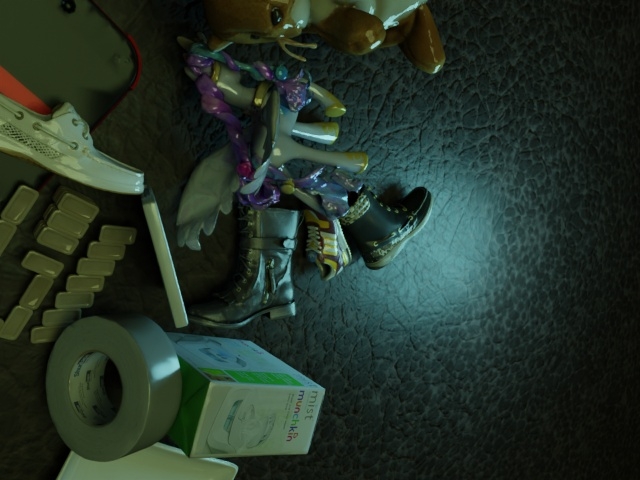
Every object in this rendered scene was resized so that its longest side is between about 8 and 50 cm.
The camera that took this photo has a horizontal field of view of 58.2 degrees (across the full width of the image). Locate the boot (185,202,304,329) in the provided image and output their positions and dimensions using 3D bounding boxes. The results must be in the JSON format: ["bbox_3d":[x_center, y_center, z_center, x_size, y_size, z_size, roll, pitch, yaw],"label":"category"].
[{"bbox_3d":[-0.143,0.040,1.090,0.263,0.091,0.229,-5,98,-41],"label":"boot"}]

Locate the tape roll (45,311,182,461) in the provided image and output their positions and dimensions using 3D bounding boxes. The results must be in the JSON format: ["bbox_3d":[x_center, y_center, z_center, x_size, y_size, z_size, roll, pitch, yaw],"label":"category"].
[{"bbox_3d":[-0.323,0.223,0.892,0.072,0.219,0.219,3,100,-63],"label":"tape roll"}]

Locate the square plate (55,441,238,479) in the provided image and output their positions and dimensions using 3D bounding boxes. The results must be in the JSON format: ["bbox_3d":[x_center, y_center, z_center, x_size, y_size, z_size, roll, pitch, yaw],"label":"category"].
[{"bbox_3d":[-0.364,0.523,1.044,0.344,0.049,0.347,36,79,-38],"label":"square plate"}]

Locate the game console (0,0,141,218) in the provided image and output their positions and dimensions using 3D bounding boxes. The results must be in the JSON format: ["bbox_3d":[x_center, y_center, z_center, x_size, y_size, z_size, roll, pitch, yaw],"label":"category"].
[{"bbox_3d":[-0.475,-0.265,0.780,0.342,0.060,0.386,-51,125,-9],"label":"game console"}]

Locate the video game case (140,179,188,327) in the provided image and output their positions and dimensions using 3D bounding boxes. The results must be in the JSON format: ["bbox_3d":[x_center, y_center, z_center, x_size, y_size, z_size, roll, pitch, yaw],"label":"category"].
[{"bbox_3d":[-0.256,0.016,0.925,0.023,0.183,0.201,-15,110,-15],"label":"video game case"}]

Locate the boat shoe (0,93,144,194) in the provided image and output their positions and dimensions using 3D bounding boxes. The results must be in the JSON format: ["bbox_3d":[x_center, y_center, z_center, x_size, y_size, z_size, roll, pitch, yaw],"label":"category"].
[{"bbox_3d":[-0.363,-0.145,0.795,0.277,0.098,0.096,23,93,-35],"label":"boat shoe"}]

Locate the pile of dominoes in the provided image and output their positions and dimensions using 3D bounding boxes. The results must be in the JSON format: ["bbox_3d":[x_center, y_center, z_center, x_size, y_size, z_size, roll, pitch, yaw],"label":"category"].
[{"bbox_3d":[-0.430,0.040,0.890,0.196,0.040,0.251,33,92,-43],"label":"pile of dominoes"}]

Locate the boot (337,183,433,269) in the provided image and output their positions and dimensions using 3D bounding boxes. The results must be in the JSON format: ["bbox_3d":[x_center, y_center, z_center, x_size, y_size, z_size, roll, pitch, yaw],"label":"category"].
[{"bbox_3d":[0.143,-0.073,1.271,0.236,0.085,0.178,-50,123,-17],"label":"boot"}]

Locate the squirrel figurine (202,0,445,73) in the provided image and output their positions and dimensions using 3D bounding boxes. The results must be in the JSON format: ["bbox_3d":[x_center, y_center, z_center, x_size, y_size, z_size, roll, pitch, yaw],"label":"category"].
[{"bbox_3d":[-0.033,-0.424,0.911,0.370,0.397,0.281,-23,143,-21],"label":"squirrel figurine"}]

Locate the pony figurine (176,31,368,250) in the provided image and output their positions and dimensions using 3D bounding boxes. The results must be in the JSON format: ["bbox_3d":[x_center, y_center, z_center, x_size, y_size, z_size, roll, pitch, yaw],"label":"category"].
[{"bbox_3d":[-0.091,-0.163,0.986,0.363,0.303,0.351,19,56,-35],"label":"pony figurine"}]

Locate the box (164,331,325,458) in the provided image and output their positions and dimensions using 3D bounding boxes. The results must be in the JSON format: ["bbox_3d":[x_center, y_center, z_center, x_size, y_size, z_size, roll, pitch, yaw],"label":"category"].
[{"bbox_3d":[-0.166,0.263,0.999,0.231,0.262,0.126,14,91,-38],"label":"box"}]

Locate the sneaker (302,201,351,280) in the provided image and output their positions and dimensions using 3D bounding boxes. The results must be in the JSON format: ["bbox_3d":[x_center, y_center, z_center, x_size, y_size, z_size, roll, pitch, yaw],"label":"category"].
[{"bbox_3d":[0.000,0.000,1.188,0.084,0.070,0.185,-45,123,-27],"label":"sneaker"}]
